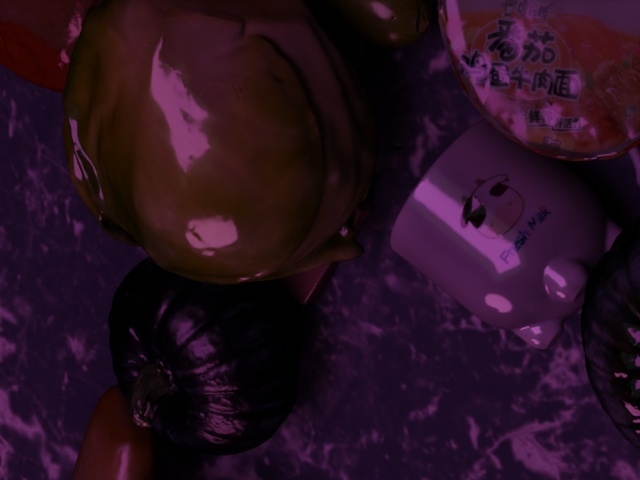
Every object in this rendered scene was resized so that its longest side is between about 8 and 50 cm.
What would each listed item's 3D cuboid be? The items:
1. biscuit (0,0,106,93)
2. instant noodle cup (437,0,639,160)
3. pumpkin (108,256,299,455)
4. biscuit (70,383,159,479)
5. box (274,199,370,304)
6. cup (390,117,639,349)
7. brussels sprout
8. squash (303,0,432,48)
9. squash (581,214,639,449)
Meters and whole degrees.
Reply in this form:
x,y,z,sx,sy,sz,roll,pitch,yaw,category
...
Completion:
x,y,z,sx,sy,sz,roll,pitch,yaw,category
-0.258,-0.318,1.512,0.368,0.076,0.394,40,137,-11,biscuit
0.201,-0.168,1.289,0.205,0.153,0.205,10,108,31,instant noodle cup
-0.101,0.094,1.589,0.194,0.150,0.194,-10,77,50,pumpkin
-0.186,0.303,1.680,0.237,0.062,0.291,64,144,41,biscuit
0.000,0.000,1.560,0.048,0.025,0.115,41,123,17,box
0.163,-0.013,1.394,0.142,0.173,0.134,40,154,18,cup
-0.080,-0.091,1.463,0.259,0.227,0.294,38,143,26,brussels sprout
0.008,-0.211,1.473,0.201,0.066,0.066,31,120,32,squash
0.284,0.063,1.281,0.218,0.172,0.218,13,113,33,squash
